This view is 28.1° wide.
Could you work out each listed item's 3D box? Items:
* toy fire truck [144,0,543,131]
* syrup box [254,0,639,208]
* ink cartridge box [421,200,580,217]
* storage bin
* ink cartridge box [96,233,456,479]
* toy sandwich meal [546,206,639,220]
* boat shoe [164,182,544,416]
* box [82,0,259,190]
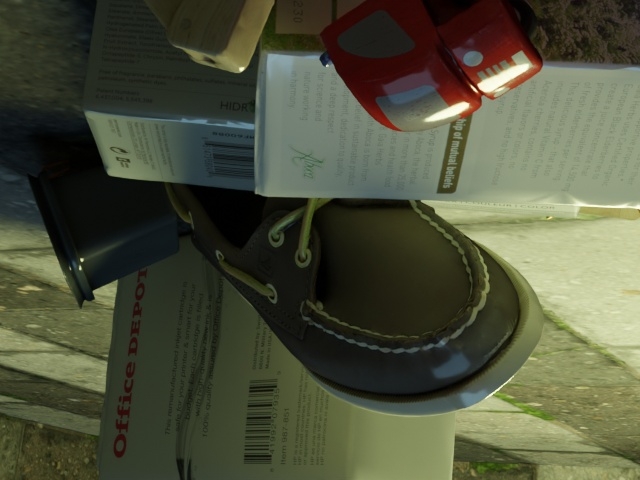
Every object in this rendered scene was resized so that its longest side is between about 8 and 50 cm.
[{"bbox_3d":[-0.016,-0.106,0.460,0.135,0.192,0.047,-30,152,16],"label":"toy fire truck"},{"bbox_3d":[0.092,-0.077,0.544,0.237,0.093,0.096,2,144,-3],"label":"syrup box"},{"bbox_3d":[0.092,-0.073,0.687,0.109,0.062,0.209,4,164,8],"label":"ink cartridge box"},{"bbox_3d":[-0.158,-0.018,0.954,0.091,0.098,0.135,-21,168,-11],"label":"storage bin"},{"bbox_3d":[-0.039,0.106,1.091,0.307,0.223,0.129,-9,160,43],"label":"ink cartridge box"},{"bbox_3d":[0.181,-0.031,0.876,0.085,0.029,0.085,5,165,1],"label":"toy sandwich meal"},{"bbox_3d":[0.000,0.000,0.730,0.097,0.116,0.324,52,170,-29],"label":"boat shoe"},{"bbox_3d":[-0.062,-0.083,0.655,0.102,0.087,0.101,6,165,-1],"label":"box"}]
